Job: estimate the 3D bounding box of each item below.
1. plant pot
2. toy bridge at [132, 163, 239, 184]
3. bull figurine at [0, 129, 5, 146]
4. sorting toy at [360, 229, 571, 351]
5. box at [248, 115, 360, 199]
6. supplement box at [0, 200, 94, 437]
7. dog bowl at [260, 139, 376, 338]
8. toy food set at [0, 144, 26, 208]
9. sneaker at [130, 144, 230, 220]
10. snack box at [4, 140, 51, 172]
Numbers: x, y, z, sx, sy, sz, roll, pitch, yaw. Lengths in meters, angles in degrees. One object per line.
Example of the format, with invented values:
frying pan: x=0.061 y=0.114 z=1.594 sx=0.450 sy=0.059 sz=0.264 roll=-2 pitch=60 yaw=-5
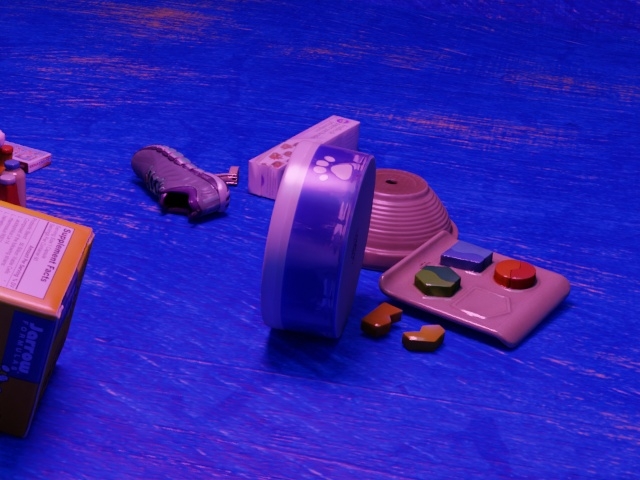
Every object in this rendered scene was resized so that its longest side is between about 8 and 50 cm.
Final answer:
plant pot: x=0.112 y=-0.046 z=2.061 sx=0.237 sy=0.109 sz=0.237 roll=4 pitch=25 yaw=-2
toy bridge: x=-0.242 y=-0.117 z=2.256 sx=0.188 sy=0.026 sz=0.063 roll=5 pitch=25 yaw=1
bull figurine: x=-0.669 y=-0.137 z=2.044 sx=0.310 sy=0.101 sz=0.188 roll=-24 pitch=20 yaw=-11
sorting toy: x=0.206 y=0.079 z=1.850 sx=0.229 sy=0.041 sz=0.307 roll=24 pitch=35 yaw=27
box: x=-0.026 y=-0.156 z=2.337 sx=0.063 sy=0.067 sz=0.324 roll=16 pitch=27 yaw=24
supplement box: x=-0.478 y=0.059 z=1.501 sx=0.356 sy=0.195 sz=0.194 roll=18 pitch=31 yaw=-6
dog bowl: x=0.000 y=0.000 z=1.748 sx=0.104 sy=0.265 sz=0.265 roll=11 pitch=25 yaw=8
toy food set: x=-0.536 y=-0.066 z=1.994 sx=0.111 sy=0.104 sz=0.232 roll=16 pitch=26 yaw=24
sneaker: x=-0.262 y=-0.099 z=2.151 sx=0.224 sy=0.083 sz=0.098 roll=23 pitch=35 yaw=34
snack box: x=-0.580 y=-0.160 z=2.299 sx=0.178 sy=0.022 sz=0.064 roll=16 pitch=26 yaw=24
